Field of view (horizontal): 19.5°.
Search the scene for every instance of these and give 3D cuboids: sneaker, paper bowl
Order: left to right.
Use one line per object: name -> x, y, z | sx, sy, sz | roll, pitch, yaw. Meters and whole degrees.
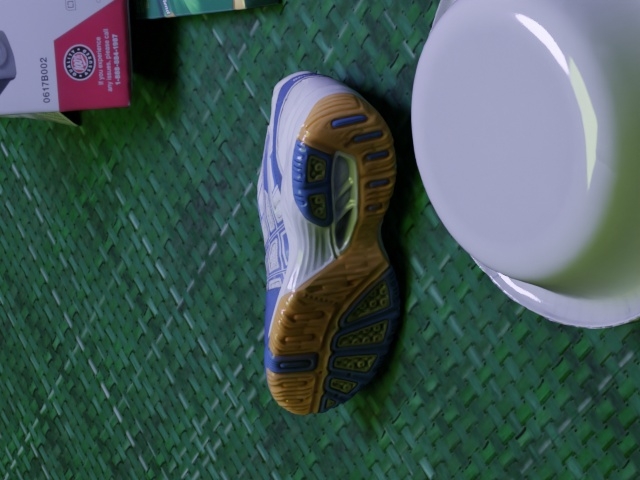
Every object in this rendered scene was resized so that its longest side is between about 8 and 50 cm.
sneaker -> 0.000, 0.000, 1.575 | 0.131, 0.112, 0.296 | -129, 42, -57
paper bowl -> 0.172, -0.081, 1.259 | 0.284, 0.148, 0.284 | 20, 115, 50

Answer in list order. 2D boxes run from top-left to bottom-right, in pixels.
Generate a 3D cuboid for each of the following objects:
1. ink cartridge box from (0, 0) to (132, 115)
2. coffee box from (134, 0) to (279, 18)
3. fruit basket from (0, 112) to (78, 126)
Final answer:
ink cartridge box -> -0.334, -0.234, 1.729 | 0.131, 0.306, 0.226 | -113, 20, -61
coffee box -> -0.110, -0.258, 1.671 | 0.184, 0.040, 0.113 | 6, 105, 52
fruit basket -> -0.450, -0.241, 1.962 | 0.327, 0.353, 0.165 | 10, 70, 52
